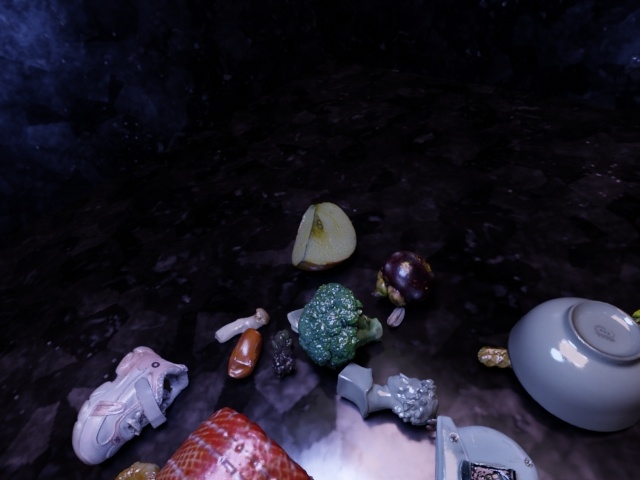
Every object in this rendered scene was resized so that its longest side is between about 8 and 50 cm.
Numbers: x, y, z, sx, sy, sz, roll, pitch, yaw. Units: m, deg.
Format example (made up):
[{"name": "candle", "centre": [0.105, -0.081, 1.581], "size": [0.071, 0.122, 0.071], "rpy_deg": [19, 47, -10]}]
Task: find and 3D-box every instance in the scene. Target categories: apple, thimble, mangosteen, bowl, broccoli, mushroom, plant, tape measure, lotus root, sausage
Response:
[{"name": "apple", "centre": [0.000, 0.000, 1.577], "size": [0.254, 0.179, 0.345], "rpy_deg": [-12, 42, 21]}, {"name": "thimble", "centre": [-0.174, 0.559, 0.905], "size": [0.350, 0.350, 0.230], "rpy_deg": [23, 54, 33]}, {"name": "mangosteen", "centre": [0.274, 0.140, 1.368], "size": [0.217, 0.192, 0.192], "rpy_deg": [-43, 40, 16]}, {"name": "bowl", "centre": [0.693, 0.278, 1.041], "size": [0.354, 0.185, 0.353], "rpy_deg": [1, 44, -1]}, {"name": "broccoli", "centre": [0.063, 0.268, 1.244], "size": [0.270, 0.269, 0.269], "rpy_deg": [9, 37, -21]}, {"name": "mushroom", "centre": [-0.278, 0.300, 1.420], "size": [0.202, 0.054, 0.059], "rpy_deg": [-22, 44, -3]}, {"name": "plant", "centre": [-0.123, 0.356, 1.303], "size": [0.085, 0.087, 0.174], "rpy_deg": [-31, 34, 18]}, {"name": "tape measure", "centre": [0.367, 0.547, 0.926], "size": [0.247, 0.125, 0.243], "rpy_deg": [0, 44, 15]}, {"name": "lotus root", "centre": [0.250, 0.259, 1.339], "size": [0.037, 0.030, 0.083], "rpy_deg": [-13, 26, 51]}, {"name": "sausage", "centre": [-0.243, 0.370, 1.317], "size": [0.089, 0.089, 0.179], "rpy_deg": [5, 49, 20]}]

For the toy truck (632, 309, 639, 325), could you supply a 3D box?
[{"name": "toy truck", "centre": [0.948, 0.244, 1.147], "size": [0.077, 0.076, 0.111], "rpy_deg": [-33, 37, 14]}]

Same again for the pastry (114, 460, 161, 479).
[{"name": "pastry", "centre": [-0.476, 0.662, 1.057], "size": [0.154, 0.081, 0.153], "rpy_deg": [-8, 32, 5]}]

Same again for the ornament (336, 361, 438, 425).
[{"name": "ornament", "centre": [0.178, 0.429, 1.115], "size": [0.286, 0.130, 0.120], "rpy_deg": [-1, 26, 25]}]

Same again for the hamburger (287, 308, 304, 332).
[{"name": "hamburger", "centre": [-0.044, 0.277, 1.383], "size": [0.121, 0.054, 0.084], "rpy_deg": [-15, 40, -12]}]

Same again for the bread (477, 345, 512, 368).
[{"name": "bread", "centre": [0.512, 0.337, 1.165], "size": [0.111, 0.060, 0.066], "rpy_deg": [-1, 30, 18]}]

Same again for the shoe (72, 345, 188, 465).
[{"name": "shoe", "centre": [-0.552, 0.487, 1.199], "size": [0.198, 0.171, 0.350], "rpy_deg": [7, 48, 17]}]
